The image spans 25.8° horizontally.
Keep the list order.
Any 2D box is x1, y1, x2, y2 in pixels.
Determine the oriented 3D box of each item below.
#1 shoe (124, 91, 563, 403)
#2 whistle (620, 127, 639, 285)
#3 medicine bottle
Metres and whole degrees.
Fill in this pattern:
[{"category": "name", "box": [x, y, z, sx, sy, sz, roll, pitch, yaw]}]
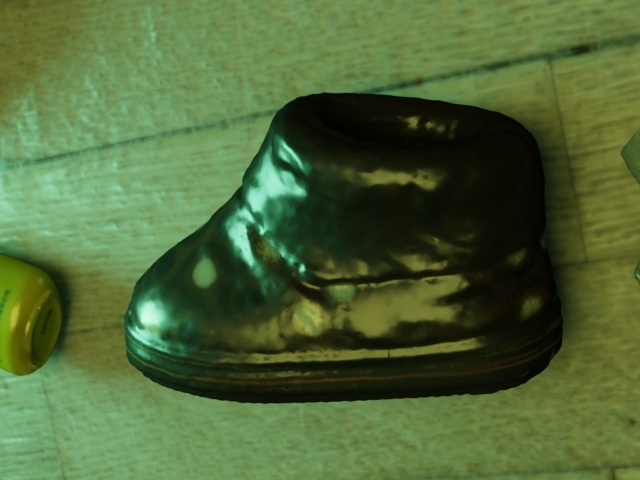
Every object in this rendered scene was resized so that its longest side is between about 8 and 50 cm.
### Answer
[{"category": "shoe", "box": [0.000, 0.000, 1.136, 0.384, 0.171, 0.237, -3, 104, 26]}, {"category": "whistle", "box": [0.328, 0.008, 1.020, 0.269, 0.093, 0.180, 43, 133, 14]}, {"category": "medicine bottle", "box": [-0.394, 0.040, 1.395, 0.309, 0.076, 0.111, 19, 106, 23]}]
